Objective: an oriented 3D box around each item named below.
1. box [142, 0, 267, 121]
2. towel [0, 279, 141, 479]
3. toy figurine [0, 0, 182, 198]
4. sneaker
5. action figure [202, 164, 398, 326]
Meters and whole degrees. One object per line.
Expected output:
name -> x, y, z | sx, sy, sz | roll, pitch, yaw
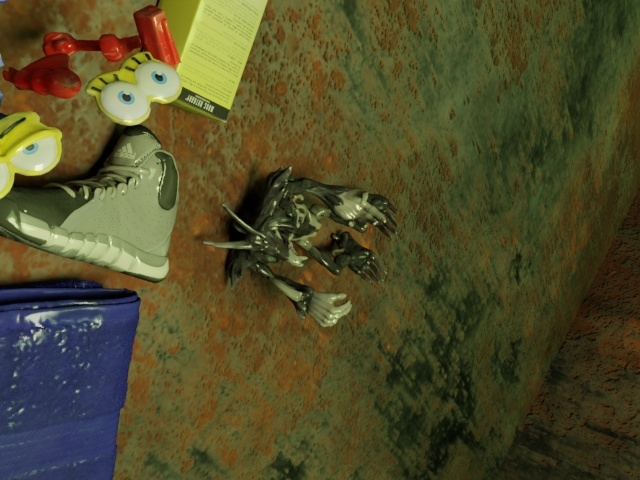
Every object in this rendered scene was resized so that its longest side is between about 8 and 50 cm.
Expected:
box -> -0.095, -0.234, 0.719 | 0.087, 0.058, 0.232 | 16, 94, -56
towel -> -0.282, 0.186, 0.664 | 0.228, 0.076, 0.308 | -1, 107, -47
toy figurine -> -0.269, -0.130, 0.413 | 0.362, 0.191, 0.217 | -36, 132, -32
sneaker -> -0.196, -0.048, 0.663 | 0.229, 0.086, 0.132 | 31, 76, -66
action figure -> 0.000, 0.000, 0.898 | 0.276, 0.141, 0.164 | -5, 122, -55
